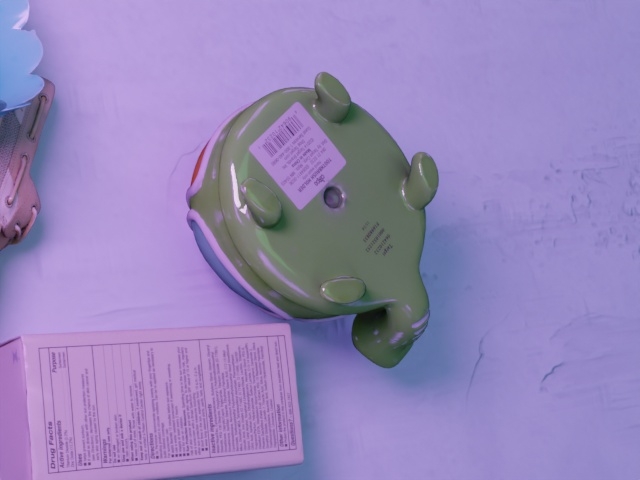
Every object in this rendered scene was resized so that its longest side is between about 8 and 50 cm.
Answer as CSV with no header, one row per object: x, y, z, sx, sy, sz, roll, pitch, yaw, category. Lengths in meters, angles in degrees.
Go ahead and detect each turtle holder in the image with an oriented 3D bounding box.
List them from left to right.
-0.001,-0.019,1.616,0.320,0.227,0.243,23,68,-26,turtle holder

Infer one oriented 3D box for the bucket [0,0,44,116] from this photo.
-0.408,-0.210,1.375,0.281,0.183,0.281,-22,90,-77,bucket

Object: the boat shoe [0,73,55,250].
-0.333,-0.042,1.496,0.098,0.109,0.302,17,65,-28,boat shoe

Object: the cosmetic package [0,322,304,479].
-0.181,0.176,1.533,0.309,0.113,0.160,0,79,-30,cosmetic package
